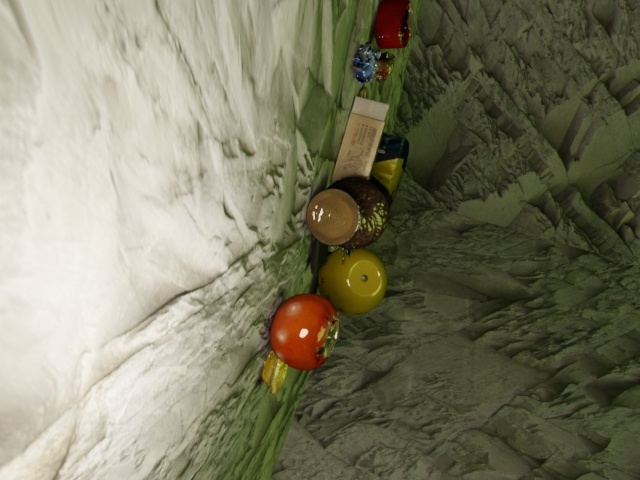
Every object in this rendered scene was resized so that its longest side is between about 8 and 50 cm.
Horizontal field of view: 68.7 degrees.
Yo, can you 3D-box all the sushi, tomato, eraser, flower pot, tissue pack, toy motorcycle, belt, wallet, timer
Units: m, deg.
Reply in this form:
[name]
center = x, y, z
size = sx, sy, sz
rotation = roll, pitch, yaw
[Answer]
[sushi]
center = 0.264, -0.736, 1.959
size = 0.097, 0.103, 0.226
rotation = -45, -165, 41
[tomato]
center = -0.049, 0.301, 1.555
size = 0.256, 0.225, 0.255
rotation = 8, 90, -74
[eraser]
center = 0.156, -0.372, 1.818
size = 0.078, 0.144, 0.343
rotation = -24, 132, -76
[flower pot]
center = 0.086, -0.090, 1.635
size = 0.267, 0.267, 0.266
rotation = -15, 122, -66
[tissue pack]
center = 0.209, -0.244, 2.041
size = 0.264, 0.253, 0.416
rotation = 89, 22, -61
[toy motorcycle]
center = 0.155, -0.606, 1.616
size = 0.205, 0.076, 0.114
rotation = -13, 127, -79
[belt]
center = 0.265, -0.807, 1.737
size = 0.128, 0.124, 0.200
rotation = 39, 62, -60
[wallet]
center = 0.000, 0.000, 1.887
size = 0.168, 0.052, 0.245
rotation = -61, 161, -56
[timer]
center = 0.135, 0.197, 2.278
size = 0.376, 0.376, 0.387
rotation = -70, -167, -17

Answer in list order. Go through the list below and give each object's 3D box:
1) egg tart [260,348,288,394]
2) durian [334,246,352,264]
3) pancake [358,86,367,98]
[egg tart]
center = -0.159, 0.450, 1.668
size = 0.191, 0.074, 0.191
rotation = 16, 90, -81
[durian]
center = 0.094, -0.031, 1.924
size = 0.375, 0.107, 0.132
rotation = 97, 6, -54
[pancake]
center = 0.165, -0.558, 1.901
size = 0.139, 0.022, 0.139
rotation = 18, 90, -81
